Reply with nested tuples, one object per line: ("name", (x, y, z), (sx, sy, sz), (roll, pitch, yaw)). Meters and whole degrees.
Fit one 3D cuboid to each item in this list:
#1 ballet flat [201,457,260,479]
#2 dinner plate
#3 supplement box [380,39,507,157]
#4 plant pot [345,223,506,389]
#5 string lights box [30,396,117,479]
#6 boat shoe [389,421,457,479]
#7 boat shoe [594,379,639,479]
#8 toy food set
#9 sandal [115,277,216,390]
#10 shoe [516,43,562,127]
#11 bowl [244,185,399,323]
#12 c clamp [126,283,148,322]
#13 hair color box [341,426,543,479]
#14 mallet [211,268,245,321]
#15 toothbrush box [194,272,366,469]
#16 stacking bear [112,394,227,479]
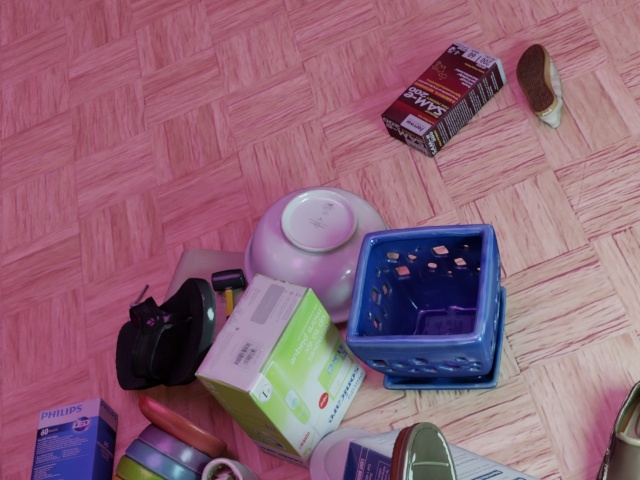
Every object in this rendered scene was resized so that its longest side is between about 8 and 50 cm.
("ballet flat", (-0.137, 0.523, 1.724), (0.139, 0.139, 0.400), (-21, 48, 9))
("dinner plate", (0.052, 0.375, 1.804), (0.141, 0.017, 0.141), (-2, 54, 2))
("supplement box", (0.255, -0.294, 2.233), (0.239, 0.073, 0.130), (-46, 49, -13))
("plant pot", (0.194, 0.128, 1.827), (0.235, 0.212, 0.236), (-4, 52, 22))
("string lights box", (-0.457, 0.427, 1.988), (0.133, 0.077, 0.260), (-14, 49, 14))
("boat shoe", (0.125, 0.409, 1.509), (0.104, 0.110, 0.308), (-12, 78, 53))
("boat shoe", (0.463, 0.320, 1.624), (0.095, 0.095, 0.258), (6, 57, 29))
("toy food set", (-0.169, 0.136, 2.092), (0.306, 0.092, 0.220), (4, 55, 18))
("sandal", (-0.299, 0.183, 1.892), (0.445, 0.107, 0.168), (-33, 58, 56))
("shoe", (0.444, -0.311, 2.175), (0.076, 0.058, 0.219), (-30, 39, 28))
("bowl", (0.000, 0.000, 2.021), (0.297, 0.134, 0.298), (-1, 54, 1))
("c clamp", (-0.336, 0.158, 2.185), (0.160, 0.022, 0.137), (15, 62, 34))
("hair color box", (0.219, 0.392, 1.616), (0.347, 0.173, 0.105), (16, 100, 35))
("mallet", (-0.159, 0.134, 2.012), (0.062, 0.039, 0.190), (-16, 56, 1))
("toothbrush box", (-0.059, 0.224, 1.821), (0.122, 0.283, 0.206), (14, 61, 32))
("stacking bear", (-0.300, 0.438, 1.858), (0.164, 0.175, 0.289), (28, 77, 13))
